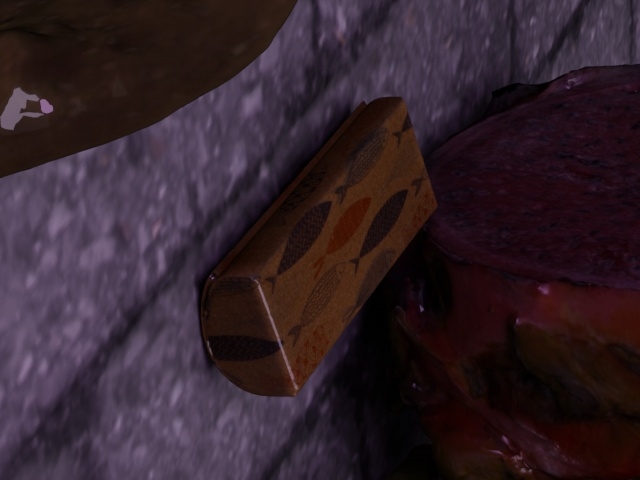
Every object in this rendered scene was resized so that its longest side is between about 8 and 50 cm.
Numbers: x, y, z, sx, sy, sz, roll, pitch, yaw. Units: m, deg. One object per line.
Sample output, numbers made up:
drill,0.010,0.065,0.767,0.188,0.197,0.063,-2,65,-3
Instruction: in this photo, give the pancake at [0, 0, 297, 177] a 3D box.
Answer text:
pancake,-0.088,-0.086,0.532,0.242,0.050,0.242,-24,143,-20

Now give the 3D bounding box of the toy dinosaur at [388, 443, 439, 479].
toy dinosaur,0.035,0.184,1.036,0.259,0.094,0.153,-42,136,-72

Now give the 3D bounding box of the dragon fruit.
dragon fruit,0.193,0.072,1.073,0.314,0.296,0.263,-43,134,-52

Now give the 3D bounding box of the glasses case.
glasses case,0.000,0.000,0.921,0.170,0.041,0.065,-50,130,-48
